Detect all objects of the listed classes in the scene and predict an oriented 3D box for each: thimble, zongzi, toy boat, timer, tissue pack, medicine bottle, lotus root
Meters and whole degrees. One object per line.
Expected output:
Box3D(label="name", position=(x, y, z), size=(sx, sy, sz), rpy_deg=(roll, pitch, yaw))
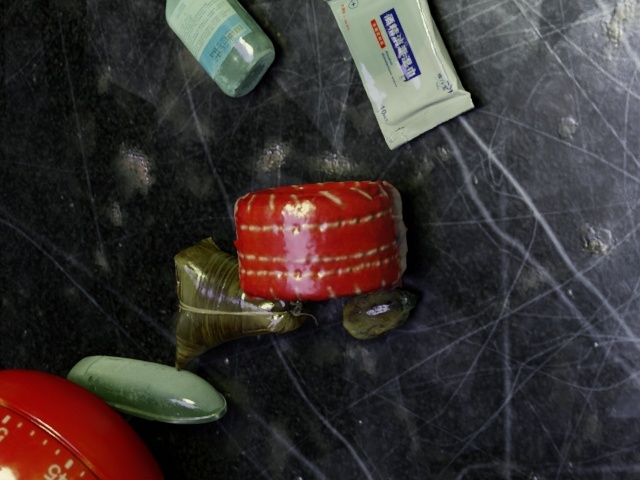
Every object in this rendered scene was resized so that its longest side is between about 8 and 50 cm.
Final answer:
Box3D(label="thimble", position=(-0.007, 0.001, 1.599), size=(0.189, 0.163, 0.125), rpy_deg=(-3, 97, 30))
Box3D(label="zongzi", position=(-0.099, 0.113, 1.750), size=(0.187, 0.084, 0.184), rpy_deg=(23, 117, 29))
Box3D(label="toy boat", position=(-0.223, 0.204, 1.873), size=(0.260, 0.078, 0.085), rpy_deg=(5, 128, 38))
Box3D(label="timer", position=(-0.370, 0.345, 1.858), size=(0.378, 0.279, 0.378), rpy_deg=(26, 140, 24))
Box3D(label="tissue pack", position=(0.085, -0.210, 1.562), size=(0.122, 0.026, 0.193), rpy_deg=(-26, 86, 38))
Box3D(label="medicine bottle", position=(-0.139, -0.270, 1.700), size=(0.208, 0.053, 0.090), rpy_deg=(52, 127, 17))
Box3D(label="lotus root", position=(0.068, 0.081, 1.636), size=(0.099, 0.049, 0.054), rpy_deg=(-24, 85, 33))
